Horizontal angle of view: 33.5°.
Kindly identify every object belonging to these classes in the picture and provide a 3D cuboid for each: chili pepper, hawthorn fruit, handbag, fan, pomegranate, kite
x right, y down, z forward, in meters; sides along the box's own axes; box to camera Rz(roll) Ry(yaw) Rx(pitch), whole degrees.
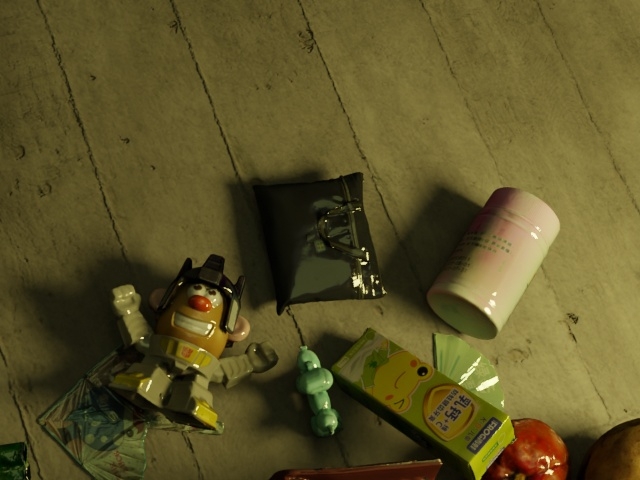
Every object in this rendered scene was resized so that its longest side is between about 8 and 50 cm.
[{"bbox_3d":[-0.588,0.379,1.727,0.227,0.059,0.088,-4,84,-8],"label":"chili pepper"},{"bbox_3d":[0.340,0.391,1.815,0.179,0.200,0.179,-1,83,10],"label":"hawthorn fruit"},{"bbox_3d":[0.000,0.000,1.958,0.211,0.088,0.254,-9,73,-8],"label":"handbag"},{"bbox_3d":[0.270,0.274,1.951,0.131,0.009,0.240,-15,73,-18],"label":"fan"},{"bbox_3d":[0.571,0.439,1.805,0.281,0.281,0.281,3,70,-9],"label":"pomegranate"},{"bbox_3d":[0.046,0.412,1.724,0.276,0.260,0.084,-2,68,-13],"label":"handbag"},{"bbox_3d":[-0.322,0.306,1.826,0.314,0.011,0.335,3,70,-10],"label":"kite"}]

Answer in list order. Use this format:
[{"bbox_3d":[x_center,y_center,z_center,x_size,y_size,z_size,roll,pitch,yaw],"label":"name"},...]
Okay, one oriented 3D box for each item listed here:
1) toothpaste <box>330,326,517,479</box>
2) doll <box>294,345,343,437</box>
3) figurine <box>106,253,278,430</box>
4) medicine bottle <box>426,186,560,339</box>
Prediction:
[{"bbox_3d":[0.169,0.274,1.814,0.327,0.077,0.110,31,65,36],"label":"toothpaste"},{"bbox_3d":[-0.006,0.258,1.825,0.059,0.158,0.159,-18,81,-7],"label":"doll"},{"bbox_3d":[-0.227,0.167,1.820,0.309,0.143,0.308,11,69,-32],"label":"figurine"},{"bbox_3d":[0.322,0.040,1.968,0.152,0.152,0.254,35,68,3],"label":"medicine bottle"}]
